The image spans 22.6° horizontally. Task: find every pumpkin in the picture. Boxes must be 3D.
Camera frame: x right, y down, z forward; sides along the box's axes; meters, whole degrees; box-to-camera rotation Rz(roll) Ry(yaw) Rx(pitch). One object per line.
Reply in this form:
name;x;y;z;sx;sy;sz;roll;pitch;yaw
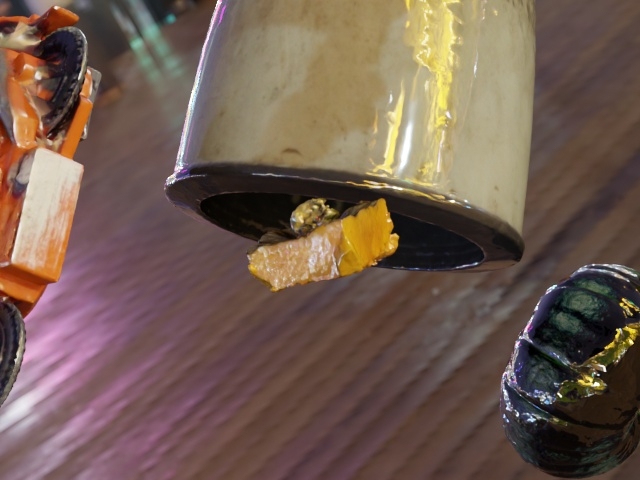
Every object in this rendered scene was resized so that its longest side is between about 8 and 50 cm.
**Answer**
pumpkin;0.237;0.115;1.432;0.140;0.202;0.202;30;48;23
pumpkin;0.000;0.000;1.003;0.074;0.054;0.083;-16;7;25

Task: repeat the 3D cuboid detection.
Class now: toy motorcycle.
toy motorcycle;-0.258;-0.013;1.202;0.221;0.147;0.326;-11;62;46

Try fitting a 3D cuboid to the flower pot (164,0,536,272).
flower pot;0.043;-0.161;1.313;0.293;0.330;0.293;9;-10;2
